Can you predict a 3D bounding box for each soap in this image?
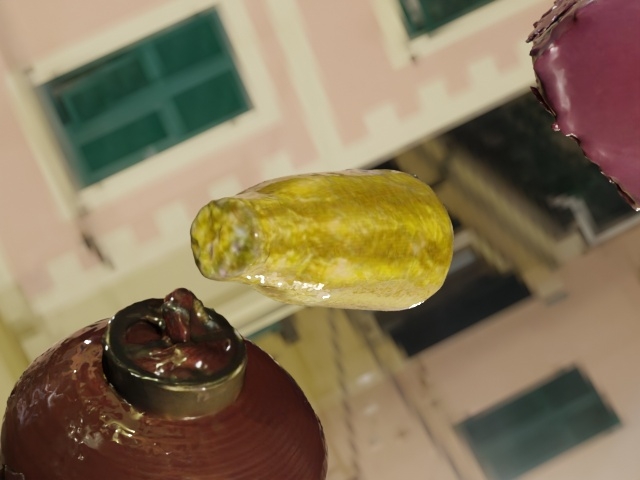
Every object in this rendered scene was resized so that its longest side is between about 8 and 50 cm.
[{"bbox_3d":[0.227,-0.104,0.972,0.099,0.250,0.162,-69,147,-64],"label":"soap"}]

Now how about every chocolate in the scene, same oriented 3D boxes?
[{"bbox_3d":[0.000,0.000,1.029,0.086,0.085,0.219,61,20,12],"label":"chocolate"}]

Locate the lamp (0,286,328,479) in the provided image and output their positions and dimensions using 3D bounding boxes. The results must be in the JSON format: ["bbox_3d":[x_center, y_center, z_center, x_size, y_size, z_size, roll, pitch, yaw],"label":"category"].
[{"bbox_3d":[-0.090,0.144,1.023,0.180,0.180,0.258,51,-36,44],"label":"lamp"}]
